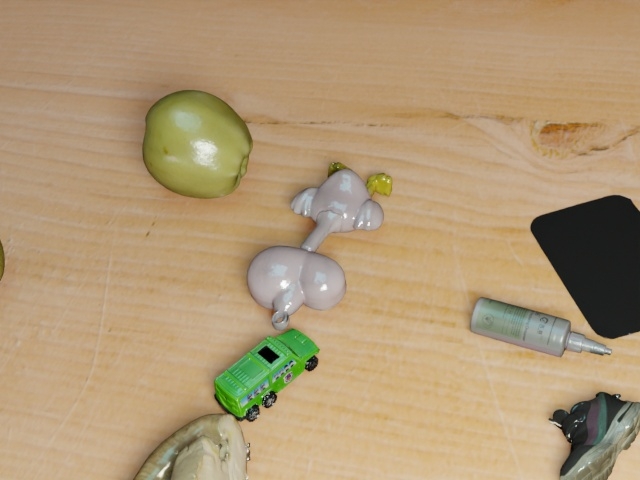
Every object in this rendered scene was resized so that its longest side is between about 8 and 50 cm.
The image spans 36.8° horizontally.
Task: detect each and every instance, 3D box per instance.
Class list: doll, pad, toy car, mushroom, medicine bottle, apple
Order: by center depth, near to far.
[{"bbox_3d":[-0.185,0.344,1.209,0.151,0.156,0.285,-11,33,15],"label":"mushroom"},{"bbox_3d":[0.317,0.132,1.378,0.199,0.057,0.057,16,52,22],"label":"medicine bottle"},{"bbox_3d":[-0.077,0.186,1.387,0.165,0.062,0.071,-37,52,-24],"label":"toy car"},{"bbox_3d":[0.453,0.034,1.486,0.181,0.004,0.267,-15,47,-6],"label":"pad"},{"bbox_3d":[0.000,0.000,1.529,0.160,0.094,0.365,14,51,18],"label":"doll"},{"bbox_3d":[-0.214,-0.163,1.654,0.200,0.200,0.200,-5,47,5],"label":"apple"}]

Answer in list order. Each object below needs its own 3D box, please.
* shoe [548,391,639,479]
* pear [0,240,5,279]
[{"bbox_3d":[0.346,0.253,1.257,0.099,0.071,0.169,30,54,35],"label":"shoe"},{"bbox_3d":[-0.596,0.037,1.560,0.167,0.136,0.167,-2,49,3],"label":"pear"}]
